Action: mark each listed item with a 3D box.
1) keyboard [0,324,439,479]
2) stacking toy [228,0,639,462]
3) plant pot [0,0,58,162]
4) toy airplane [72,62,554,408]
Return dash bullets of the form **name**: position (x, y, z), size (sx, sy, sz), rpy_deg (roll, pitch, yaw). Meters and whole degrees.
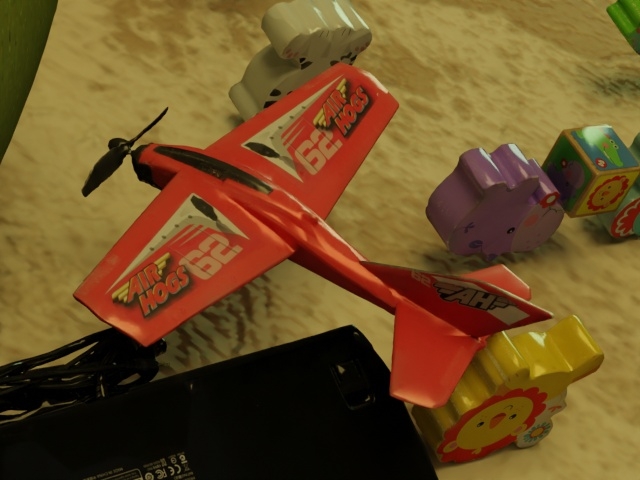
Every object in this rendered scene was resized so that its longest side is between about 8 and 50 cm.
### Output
- **keyboard**: position (-0.058, 0.070, 0.529), size (0.192, 0.038, 0.100), rpy_deg (-14, 76, -36)
- **stacking toy**: position (0.093, -0.015, 0.667), size (0.221, 0.052, 0.167), rpy_deg (-8, 51, -33)
- **plant pot**: position (-0.184, -0.048, 0.447), size (0.275, 0.275, 0.293), rpy_deg (29, 25, 7)
- **toy airplane**: position (0.000, 0.000, 0.563), size (0.151, 0.028, 0.151), rpy_deg (5, 39, -4)
